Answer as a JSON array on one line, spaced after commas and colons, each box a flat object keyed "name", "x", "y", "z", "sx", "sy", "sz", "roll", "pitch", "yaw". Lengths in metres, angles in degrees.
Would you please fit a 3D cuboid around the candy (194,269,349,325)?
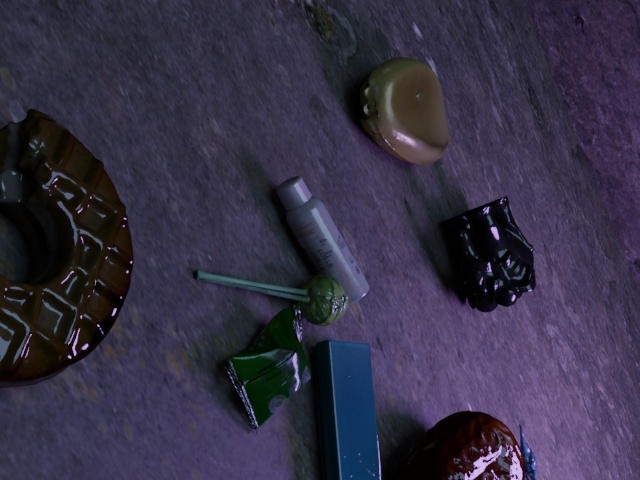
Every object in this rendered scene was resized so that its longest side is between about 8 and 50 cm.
[{"name": "candy", "x": -0.081, "y": 0.087, "z": 1.413, "sx": 0.336, "sy": 0.092, "sz": 0.093, "roll": 16, "pitch": 102, "yaw": -41}]

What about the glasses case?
[{"name": "glasses case", "x": 0.044, "y": 0.338, "z": 1.471, "sx": 0.117, "sy": 0.070, "sz": 0.300, "roll": 14, "pitch": 66, "yaw": -43}]

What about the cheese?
[{"name": "cheese", "x": 0.194, "y": -0.314, "z": 1.895, "sx": 0.316, "sy": 0.128, "sz": 0.259, "roll": 2, "pitch": 76, "yaw": -51}]

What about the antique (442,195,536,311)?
[{"name": "antique", "x": 0.433, "y": 0.034, "z": 2.013, "sx": 0.322, "sy": 0.185, "sz": 0.255, "roll": -17, "pitch": 88, "yaw": -58}]

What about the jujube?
[{"name": "jujube", "x": 0.279, "y": 0.472, "z": 1.606, "sx": 0.318, "sy": 0.223, "sz": 0.223, "roll": -12, "pitch": 86, "yaw": -50}]

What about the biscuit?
[{"name": "biscuit", "x": -0.367, "y": 0.031, "z": 1.012, "sx": 0.268, "sy": 0.115, "sz": 0.366, "roll": 45, "pitch": 45, "yaw": -31}]

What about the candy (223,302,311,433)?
[{"name": "candy", "x": -0.076, "y": 0.210, "z": 1.355, "sx": 0.203, "sy": 0.078, "sz": 0.141, "roll": -44, "pitch": 111, "yaw": -46}]

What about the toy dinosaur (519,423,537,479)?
[{"name": "toy dinosaur", "x": 0.525, "y": 0.564, "z": 2.027, "sx": 0.080, "sy": 0.045, "sz": 0.197, "roll": -39, "pitch": 114, "yaw": -66}]

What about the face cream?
[{"name": "face cream", "x": 0.000, "y": 0.000, "z": 1.541, "sx": 0.269, "sy": 0.082, "sz": 0.082, "roll": 59, "pitch": 38, "yaw": -16}]
